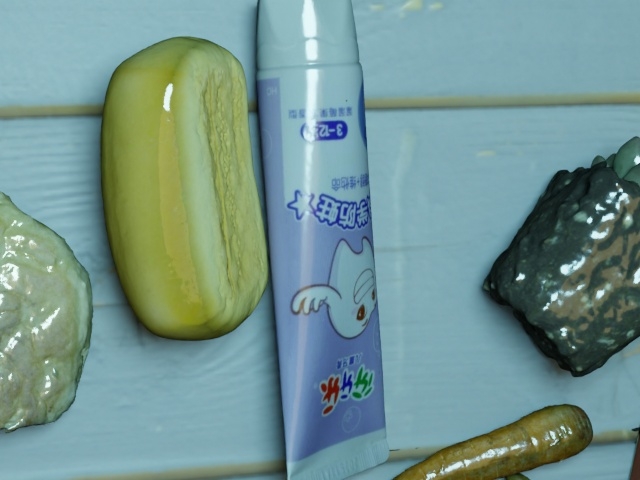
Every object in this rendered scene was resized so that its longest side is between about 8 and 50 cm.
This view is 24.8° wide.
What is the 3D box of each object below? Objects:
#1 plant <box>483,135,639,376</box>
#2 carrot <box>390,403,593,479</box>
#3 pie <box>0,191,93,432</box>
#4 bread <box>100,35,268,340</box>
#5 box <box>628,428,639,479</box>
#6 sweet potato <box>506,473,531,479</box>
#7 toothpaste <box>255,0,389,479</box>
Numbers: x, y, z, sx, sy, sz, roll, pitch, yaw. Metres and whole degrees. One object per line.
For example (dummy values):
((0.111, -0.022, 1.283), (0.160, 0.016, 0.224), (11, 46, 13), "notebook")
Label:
((0.229, 0.004, 1.144), (0.194, 0.129, 0.132), (-45, 103, -6), "plant")
((0.130, 0.176, 1.170), (0.191, 0.047, 0.047), (-17, 98, -13), "carrot")
((-0.257, 0.053, 1.025), (0.218, 0.052, 0.185), (1, 99, -32), "pie")
((-0.104, -0.036, 1.050), (0.098, 0.147, 0.217), (-5, 96, 16), "bread")
((0.469, 0.246, 1.090), (0.344, 0.385, 0.122), (11, 91, -16), "box")
((0.207, 0.304, 1.195), (0.069, 0.059, 0.249), (-14, 93, -2), "sweet potato")
((0.000, 0.000, 1.109), (0.125, 0.080, 0.371), (-10, 99, -52), "toothpaste")
